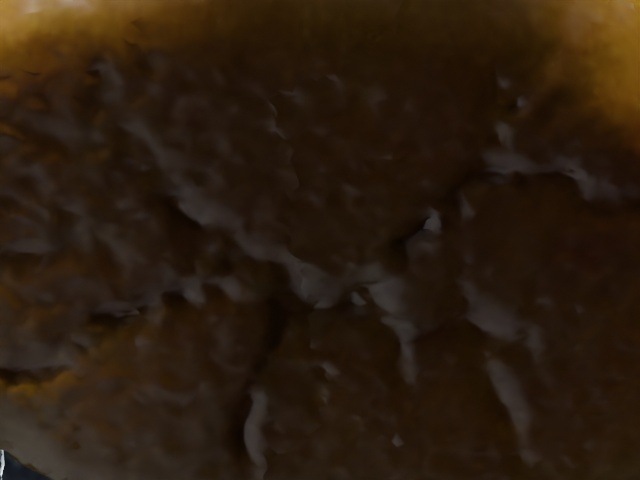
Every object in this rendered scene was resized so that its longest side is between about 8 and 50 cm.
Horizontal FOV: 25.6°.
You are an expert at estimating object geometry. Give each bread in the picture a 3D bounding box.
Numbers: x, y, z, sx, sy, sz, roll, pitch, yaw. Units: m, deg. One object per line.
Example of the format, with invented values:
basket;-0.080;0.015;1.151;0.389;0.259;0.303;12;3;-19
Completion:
bread;-0.001;-0.013;0.534;0.388;0.236;0.183;-2;10;-11
